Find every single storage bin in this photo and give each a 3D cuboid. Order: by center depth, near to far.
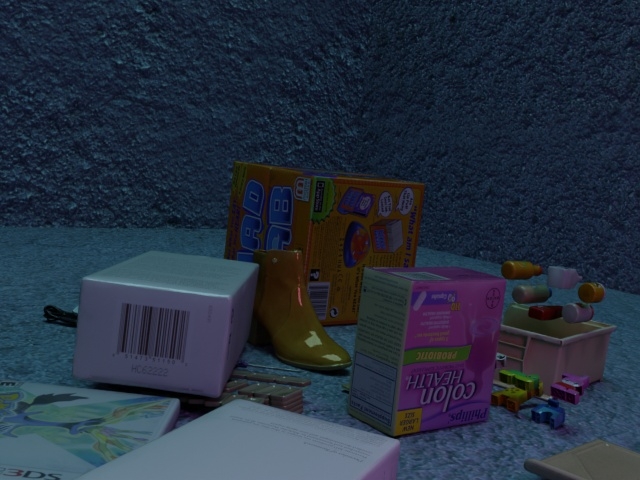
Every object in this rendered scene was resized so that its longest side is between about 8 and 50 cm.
[{"bbox_3d":[0.421,0.215,1.630,0.260,0.123,0.262,13,10,40],"label":"storage bin"}]

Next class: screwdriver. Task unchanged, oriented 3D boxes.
[{"bbox_3d":[-0.120,0.230,1.450,0.170,0.024,0.025,9,-22,-4],"label":"screwdriver"}]

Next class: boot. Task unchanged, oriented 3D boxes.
[{"bbox_3d":[-0.048,0.126,1.571,0.295,0.211,0.104,13,11,44],"label":"boot"}]

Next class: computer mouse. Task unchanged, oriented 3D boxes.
[{"bbox_3d":[-0.493,0.145,1.707,0.106,0.042,0.193,7,7,17],"label":"computer mouse"}]

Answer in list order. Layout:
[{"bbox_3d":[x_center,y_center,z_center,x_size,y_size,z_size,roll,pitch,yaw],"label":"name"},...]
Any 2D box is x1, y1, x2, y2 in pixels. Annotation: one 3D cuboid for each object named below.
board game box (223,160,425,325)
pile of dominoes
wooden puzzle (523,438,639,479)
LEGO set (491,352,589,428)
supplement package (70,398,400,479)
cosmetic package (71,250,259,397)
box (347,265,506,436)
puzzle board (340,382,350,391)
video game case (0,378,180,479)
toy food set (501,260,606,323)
[{"bbox_3d":[0.000,0.000,2.037,0.356,0.356,0.356,1,9,-38],"label":"board game box"},{"bbox_3d":[-0.153,0.251,1.277,0.251,0.040,0.196,1,4,29],"label":"pile of dominoes"},{"bbox_3d":[0.423,0.330,1.062,0.239,0.044,0.221,6,5,-44],"label":"wooden puzzle"},{"bbox_3d":[0.373,0.255,1.388,0.093,0.087,0.227,-18,21,-36],"label":"LEGO set"},{"bbox_3d":[-0.074,0.257,0.617,0.175,0.177,0.293,10,7,23],"label":"supplement package"},{"bbox_3d":[-0.246,0.125,1.384,0.230,0.161,0.453,7,5,1],"label":"cosmetic package"},{"bbox_3d":[0.172,0.169,1.281,0.214,0.242,0.117,2,9,-37],"label":"box"},{"bbox_3d":[0.114,0.266,1.403,0.128,0.011,0.096,-1,11,-43],"label":"puzzle board"},{"bbox_3d":[-0.354,0.250,1.006,0.300,0.036,0.329,6,7,-1],"label":"video game case"},{"bbox_3d":[0.485,0.106,1.614,0.105,0.111,0.232,1,6,-37],"label":"toy food set"}]
